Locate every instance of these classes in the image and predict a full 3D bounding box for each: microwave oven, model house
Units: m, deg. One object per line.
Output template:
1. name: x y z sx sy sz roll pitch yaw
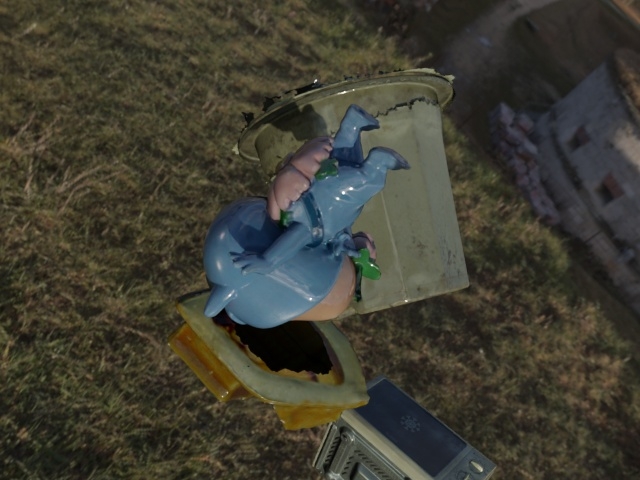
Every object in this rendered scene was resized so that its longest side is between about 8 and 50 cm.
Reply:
1. microwave oven: 0.127 0.377 1.075 0.241 0.193 0.145 36 32 26
2. model house: -0.091 0.186 0.951 0.268 0.239 0.173 49 51 6

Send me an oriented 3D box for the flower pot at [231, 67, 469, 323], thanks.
1. flower pot: 0.053 -0.041 0.800 0.291 0.291 0.258 -7 81 -48

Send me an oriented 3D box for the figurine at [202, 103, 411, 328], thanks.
1. figurine: 0.002 -0.001 0.478 0.145 0.178 0.114 27 27 -28
